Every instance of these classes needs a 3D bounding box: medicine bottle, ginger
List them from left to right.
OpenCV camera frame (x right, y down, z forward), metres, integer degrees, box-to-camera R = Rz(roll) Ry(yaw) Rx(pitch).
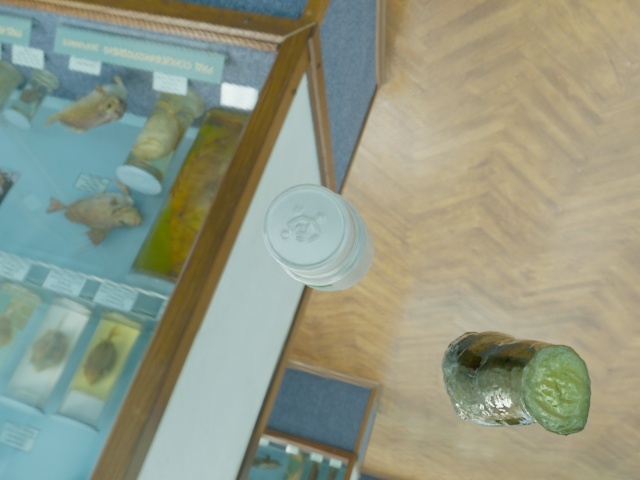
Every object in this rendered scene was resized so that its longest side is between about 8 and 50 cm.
[{"bbox_3d":[0.000,0.000,0.969,0.139,0.139,0.237,13,175,12],"label":"medicine bottle"},{"bbox_3d":[0.219,0.169,0.821,0.117,0.109,0.263,-11,179,-13],"label":"ginger"}]
